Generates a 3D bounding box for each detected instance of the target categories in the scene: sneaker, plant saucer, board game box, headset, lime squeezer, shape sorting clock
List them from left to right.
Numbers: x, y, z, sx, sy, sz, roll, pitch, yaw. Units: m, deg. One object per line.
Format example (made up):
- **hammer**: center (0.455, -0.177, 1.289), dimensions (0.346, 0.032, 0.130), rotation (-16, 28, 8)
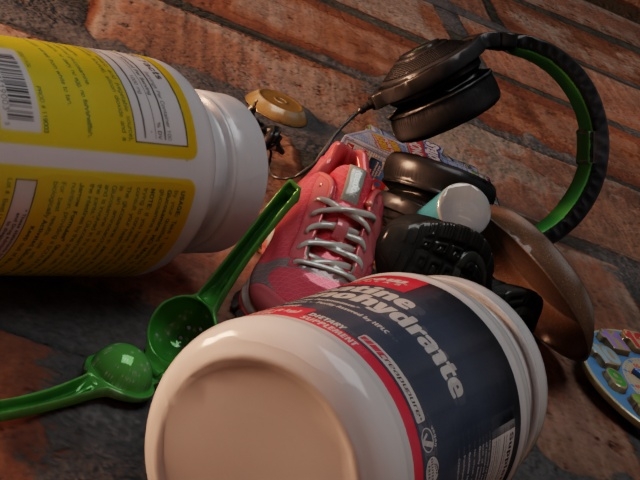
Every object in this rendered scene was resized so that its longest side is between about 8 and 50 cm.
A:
- **lime squeezer**: center (-0.124, 0.075, 1.130), dimensions (0.310, 0.110, 0.059), rotation (-37, 78, -32)
- **plant saucer**: center (-0.051, -0.166, 1.863), dimensions (0.083, 0.015, 0.083), rotation (22, 22, -9)
- **sneaker**: center (-0.001, 0.000, 1.375), dimensions (0.116, 0.136, 0.314), rotation (21, 22, -10)
- **board game box**: center (0.101, -0.084, 1.783), dimensions (0.194, 0.060, 0.194), rotation (21, 22, -13)
- **headset**: center (0.113, -0.105, 1.660), dimensions (0.394, 0.243, 0.185), rotation (0, 3, -15)
- **sneaker**: center (0.100, 0.044, 1.392), dimensions (0.130, 0.109, 0.286), rotation (26, -8, 31)
- **plant saucer**: center (0.208, 0.033, 1.505), dimensions (0.198, 0.036, 0.198), rotation (49, -11, 13)
- **shape sorting clock**: center (0.355, 0.154, 1.542), dimensions (0.206, 0.040, 0.206), rotation (22, 22, -9)

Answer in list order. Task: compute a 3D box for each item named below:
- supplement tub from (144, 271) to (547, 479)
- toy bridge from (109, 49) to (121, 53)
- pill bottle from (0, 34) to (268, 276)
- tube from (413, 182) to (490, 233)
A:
- **supplement tub**: center (0.027, 0.126, 1.042), dimensions (0.191, 0.191, 0.272), rotation (35, 23, 22)
- **toy bridge**: center (-0.267, -0.184, 1.652), dimensions (0.063, 0.026, 0.188), rotation (26, 21, 8)
- **pill bottle**: center (-0.209, -0.064, 1.222), dimensions (0.334, 0.188, 0.188), rotation (3, 31, -46)
- **tube**: center (0.110, -0.004, 1.501), dimensions (0.080, 0.052, 0.207), rotation (28, -19, -5)
